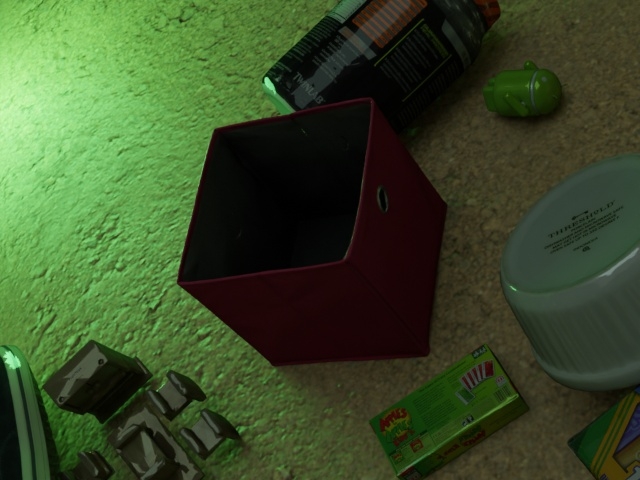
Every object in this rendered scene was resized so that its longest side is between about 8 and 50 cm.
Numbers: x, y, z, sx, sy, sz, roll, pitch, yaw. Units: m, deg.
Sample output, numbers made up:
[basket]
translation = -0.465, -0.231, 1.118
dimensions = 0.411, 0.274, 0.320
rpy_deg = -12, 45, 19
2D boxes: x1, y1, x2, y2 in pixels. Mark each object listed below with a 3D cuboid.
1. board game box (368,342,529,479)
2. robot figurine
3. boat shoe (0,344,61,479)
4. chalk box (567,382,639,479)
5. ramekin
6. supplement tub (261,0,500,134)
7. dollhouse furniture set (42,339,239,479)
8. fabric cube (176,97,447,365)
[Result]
[board game box]
translation = 0.160, 0.220, 1.425
dimensions = 0.181, 0.043, 0.092
rpy_deg = -35, 47, 6
[robot figurine]
translation = 0.293, -0.212, 1.626
dimensions = 0.115, 0.067, 0.101
rpy_deg = 2, 37, 34
[boat shoe]
translation = -0.451, 0.316, 1.591
dimensions = 0.156, 0.186, 0.500
rpy_deg = -15, 34, -10
[chalk box]
translation = 0.440, 0.210, 1.165
dimensions = 0.289, 0.180, 0.179
rpy_deg = -39, 47, 4
[ramekin]
translation = 0.319, 0.023, 1.234
dimensions = 0.273, 0.127, 0.273
rpy_deg = -35, 25, 18
[supplement tub]
translation = 0.095, -0.278, 1.702
dimensions = 0.338, 0.207, 0.207
rpy_deg = -43, 47, -2
[dollhouse furniture set]
translation = -0.259, 0.273, 1.619
dimensions = 0.212, 0.161, 0.242
rpy_deg = -43, 69, -1
[fabric cube]
translation = 0.000, 0.000, 1.534
dimensions = 0.259, 0.258, 0.254
rpy_deg = -8, 55, 28
